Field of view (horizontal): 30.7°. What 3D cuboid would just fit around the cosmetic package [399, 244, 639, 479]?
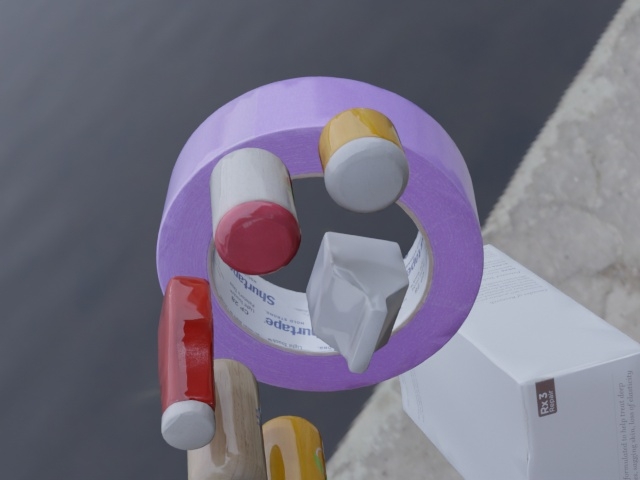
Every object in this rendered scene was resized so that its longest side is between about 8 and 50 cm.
[{"bbox_3d":[0.220,0.167,1.355,0.156,0.217,0.385,-14,22,-15],"label":"cosmetic package"}]

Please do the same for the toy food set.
[{"bbox_3d":[-0.019,0.057,0.561,0.104,0.111,0.232,-101,25,-55],"label":"toy food set"}]

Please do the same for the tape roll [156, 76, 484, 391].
[{"bbox_3d":[0.000,0.000,1.009,0.275,0.275,0.090,-25,31,17],"label":"tape roll"}]
